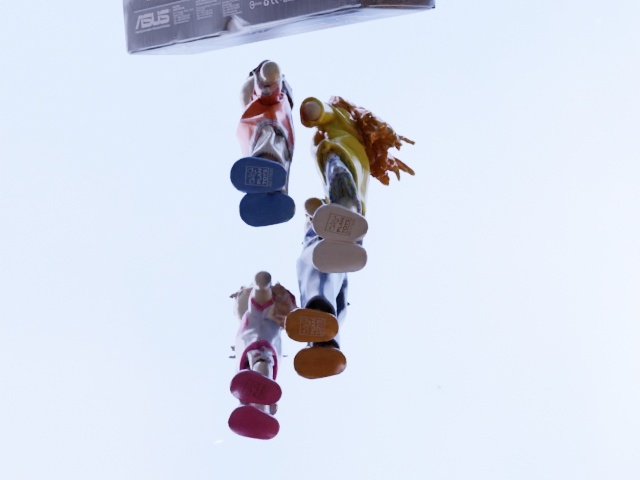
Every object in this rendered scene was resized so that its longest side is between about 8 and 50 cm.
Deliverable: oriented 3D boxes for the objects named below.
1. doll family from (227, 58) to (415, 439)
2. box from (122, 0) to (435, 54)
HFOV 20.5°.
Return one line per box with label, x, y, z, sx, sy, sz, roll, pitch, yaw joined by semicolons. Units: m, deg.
doll family;0.000;0.000;1.162;0.118;0.163;0.263;4;-57;-2
box;-0.035;-0.208;1.015;0.056;0.231;0.183;-4;-90;-39
